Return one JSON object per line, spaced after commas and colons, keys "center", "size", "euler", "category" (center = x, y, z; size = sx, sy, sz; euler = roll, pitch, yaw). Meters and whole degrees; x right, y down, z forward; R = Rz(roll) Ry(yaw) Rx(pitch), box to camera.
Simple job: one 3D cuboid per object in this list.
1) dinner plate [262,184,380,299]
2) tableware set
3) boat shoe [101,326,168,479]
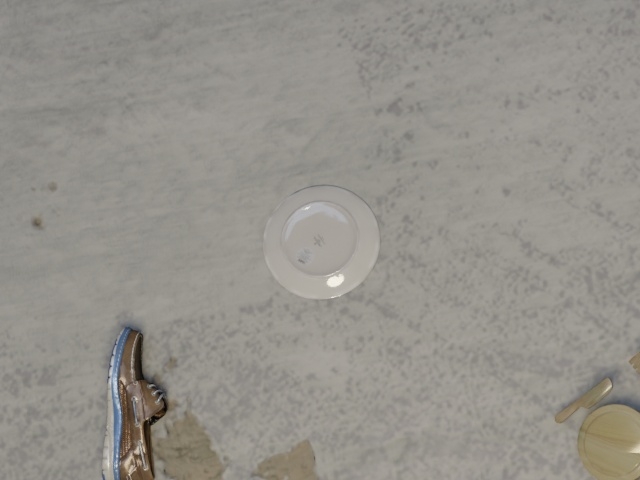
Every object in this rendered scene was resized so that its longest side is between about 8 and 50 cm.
{"center": [0.000, 0.000, 1.987], "size": [0.141, 0.017, 0.141], "euler": [-3, 75, 10], "category": "dinner plate"}
{"center": [0.366, 0.190, 1.823], "size": [0.194, 0.039, 0.128], "euler": [-40, 67, 18], "category": "tableware set"}
{"center": [-0.211, 0.192, 1.945], "size": [0.066, 0.066, 0.183], "euler": [2, 85, 5], "category": "boat shoe"}
